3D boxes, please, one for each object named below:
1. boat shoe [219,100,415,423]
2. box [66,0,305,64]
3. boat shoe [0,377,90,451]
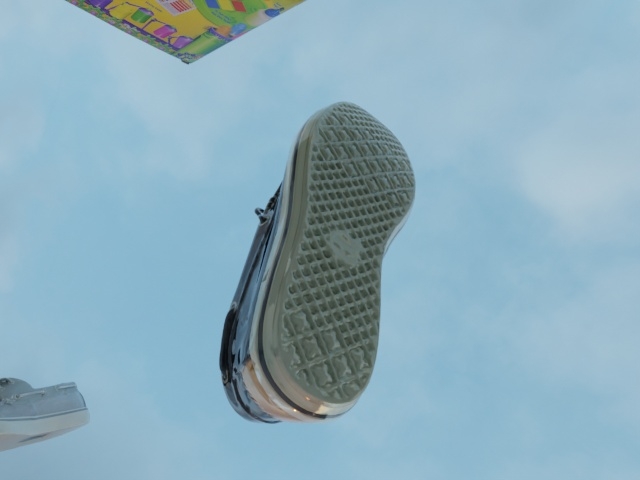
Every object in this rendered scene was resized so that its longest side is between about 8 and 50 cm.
[{"bbox_3d":[0.000,0.000,0.738,0.187,0.156,0.500,34,-136,-18],"label":"boat shoe"},{"bbox_3d":[-0.153,-0.363,0.622,0.279,0.290,0.177,-14,-109,35],"label":"box"},{"bbox_3d":[-0.392,0.216,0.763,0.079,0.227,0.081,-29,-108,14],"label":"boat shoe"}]
